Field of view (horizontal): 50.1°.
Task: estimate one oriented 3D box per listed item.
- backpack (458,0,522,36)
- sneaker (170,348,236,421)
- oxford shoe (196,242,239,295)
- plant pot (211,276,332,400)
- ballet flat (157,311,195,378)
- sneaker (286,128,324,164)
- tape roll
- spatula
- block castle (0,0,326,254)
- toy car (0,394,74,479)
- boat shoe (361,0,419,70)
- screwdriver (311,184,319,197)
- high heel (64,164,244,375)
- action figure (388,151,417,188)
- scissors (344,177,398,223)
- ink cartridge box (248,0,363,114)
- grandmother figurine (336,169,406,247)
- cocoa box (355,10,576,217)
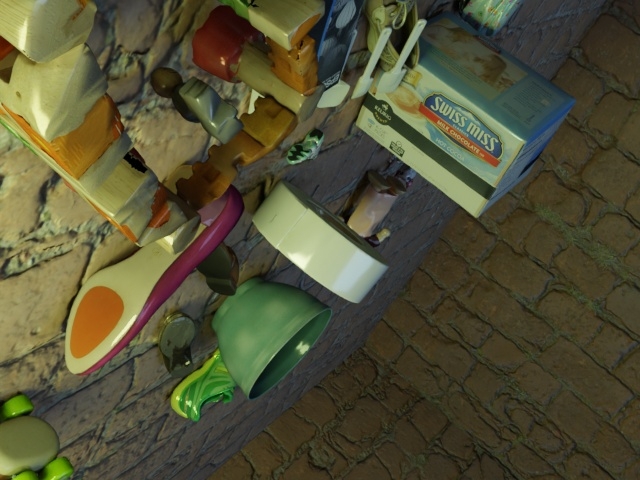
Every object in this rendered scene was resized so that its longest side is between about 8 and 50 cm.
[{"bbox_3d":[0.382,-0.536,1.478,0.182,0.115,0.152,-54,167,28],"label":"backpack"},{"bbox_3d":[-0.262,0.368,1.836,0.295,0.123,0.109,-43,163,-25],"label":"sneaker"},{"bbox_3d":[-0.200,0.034,1.354,0.212,0.076,0.076,90,13,-64],"label":"oxford shoe"},{"bbox_3d":[-0.138,0.212,1.668,0.293,0.196,0.293,-44,165,-16],"label":"plant pot"},{"bbox_3d":[-0.314,0.222,1.493,0.084,0.058,0.250,-19,148,-19],"label":"ballet flat"},{"bbox_3d":[-0.030,-0.169,1.356,0.098,0.038,0.069,-42,162,-23],"label":"sneaker"},{"bbox_3d":[0.000,0.000,1.385,0.100,0.286,0.286,-51,165,7],"label":"tape roll"},{"bbox_3d":[0.087,-0.305,1.205,0.168,0.019,0.242,-10,165,-13],"label":"spatula"},{"bbox_3d":[-0.162,-0.199,0.614,0.303,0.213,0.453,-49,167,-14],"label":"block castle"},{"bbox_3d":[-0.523,0.369,1.090,0.188,0.155,0.149,-43,166,12],"label":"toy car"},{"bbox_3d":[0.132,-0.391,1.174,0.104,0.089,0.285,-48,164,-2],"label":"boat shoe"},{"bbox_3d":[-0.043,-0.060,1.618,0.025,0.024,0.170,23,108,-43],"label":"screwdriver"},{"bbox_3d":[-0.253,0.064,1.108,0.377,0.127,0.181,-53,154,1],"label":"high heel"},{"bbox_3d":[0.313,-0.296,1.860,0.370,0.248,0.275,-45,-148,33],"label":"action figure"},{"bbox_3d":[0.136,-0.091,2.046,0.297,0.021,0.109,-42,160,-29],"label":"scissors"},{"bbox_3d":[-0.020,-0.297,1.036,0.165,0.065,0.332,-39,163,-34],"label":"ink cartridge box"},{"bbox_3d":[0.108,-0.031,1.917,0.208,0.104,0.342,18,120,-29],"label":"grandmother figurine"},{"bbox_3d":[0.295,-0.269,1.429,0.231,0.347,0.228,-37,160,-36],"label":"cocoa box"}]
